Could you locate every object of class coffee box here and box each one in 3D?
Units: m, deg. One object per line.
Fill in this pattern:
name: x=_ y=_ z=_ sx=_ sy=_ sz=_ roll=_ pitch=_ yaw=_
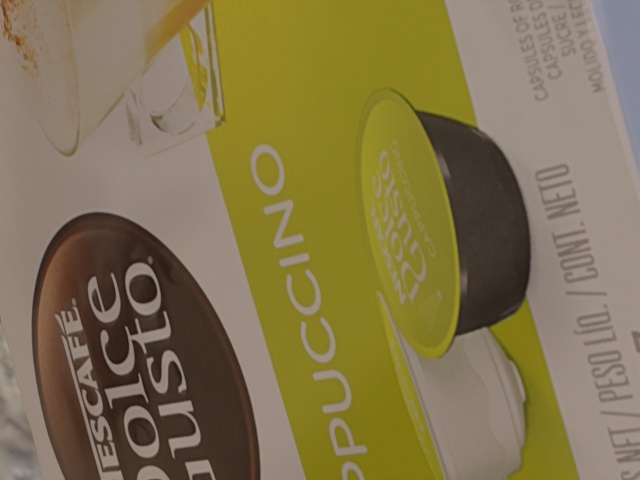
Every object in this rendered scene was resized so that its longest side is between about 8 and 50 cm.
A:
coffee box: x=0.087 y=-0.065 z=0.663 sx=0.338 sy=0.334 sz=0.337 roll=-15 pitch=90 yaw=-39
